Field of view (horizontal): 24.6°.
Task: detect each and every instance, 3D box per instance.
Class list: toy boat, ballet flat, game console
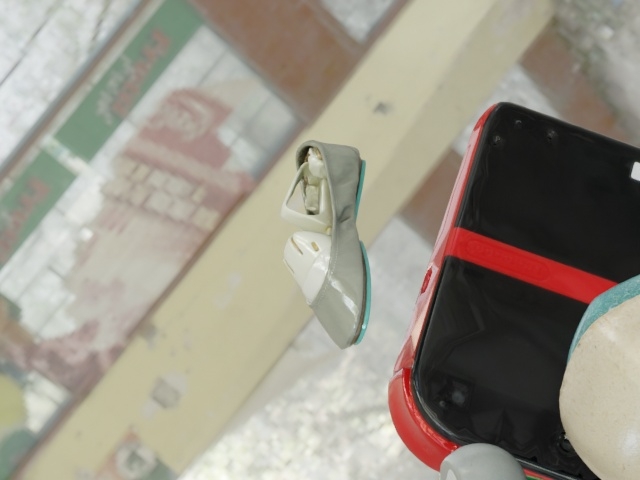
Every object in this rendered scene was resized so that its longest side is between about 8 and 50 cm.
[{"bbox_3d":[0.205,0.120,0.938,0.267,0.318,0.148,27,-151,-40],"label":"toy boat"},{"bbox_3d":[0.000,0.000,1.169,0.068,0.072,0.213,15,-138,-13],"label":"ballet flat"},{"bbox_3d":[0.274,0.081,1.234,0.386,0.342,0.060,20,151,1],"label":"game console"}]
